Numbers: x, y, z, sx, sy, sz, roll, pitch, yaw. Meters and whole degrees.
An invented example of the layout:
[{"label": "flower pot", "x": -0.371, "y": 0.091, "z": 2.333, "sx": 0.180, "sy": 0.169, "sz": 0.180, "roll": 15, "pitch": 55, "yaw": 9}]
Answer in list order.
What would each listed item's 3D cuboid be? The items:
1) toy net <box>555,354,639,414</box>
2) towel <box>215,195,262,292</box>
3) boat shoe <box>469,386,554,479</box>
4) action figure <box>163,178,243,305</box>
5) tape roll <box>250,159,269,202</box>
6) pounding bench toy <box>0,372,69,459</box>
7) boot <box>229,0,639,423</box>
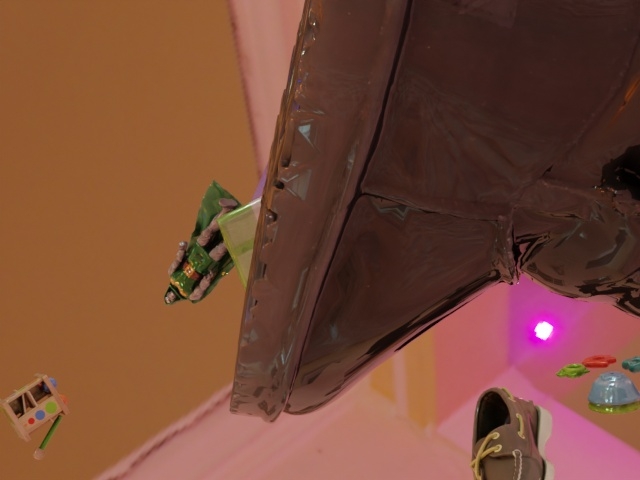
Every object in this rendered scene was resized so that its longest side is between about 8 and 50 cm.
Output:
[{"label": "toy net", "x": 0.433, "y": 0.174, "z": 1.509, "sx": 0.232, "sy": 0.122, "sz": 0.045, "roll": -11, "pitch": -81, "yaw": -26}, {"label": "towel", "x": 0.000, "y": 0.000, "z": 0.940, "sx": 0.152, "sy": 0.023, "sz": 0.113, "roll": -25, "pitch": -77, "yaw": -15}, {"label": "boat shoe", "x": 0.232, "y": 0.279, "z": 1.434, "sx": 0.109, "sy": 0.091, "sz": 0.305, "roll": -57, "pitch": 1, "yaw": 21}, {"label": "action figure", "x": -0.194, "y": 0.029, "z": 1.880, "sx": 0.063, "sy": 0.137, "sz": 0.232, "roll": -20, "pitch": -27, "yaw": -55}, {"label": "tape roll", "x": -0.003, "y": -0.050, "z": 1.668, "sx": 0.189, "sy": 0.189, "sz": 0.080, "roll": 50, "pitch": -124, "yaw": -50}, {"label": "pounding bench toy", "x": -0.319, "y": 0.201, "z": 1.306, "sx": 0.065, "sy": 0.052, "sz": 0.083, "roll": -34, "pitch": -79, "yaw": -23}, {"label": "boot", "x": 0.189, "y": 0.022, "z": 0.585, "sx": 0.367, "sy": 0.445, "sz": 0.146, "roll": 108, "pitch": 171, "yaw": -58}]
